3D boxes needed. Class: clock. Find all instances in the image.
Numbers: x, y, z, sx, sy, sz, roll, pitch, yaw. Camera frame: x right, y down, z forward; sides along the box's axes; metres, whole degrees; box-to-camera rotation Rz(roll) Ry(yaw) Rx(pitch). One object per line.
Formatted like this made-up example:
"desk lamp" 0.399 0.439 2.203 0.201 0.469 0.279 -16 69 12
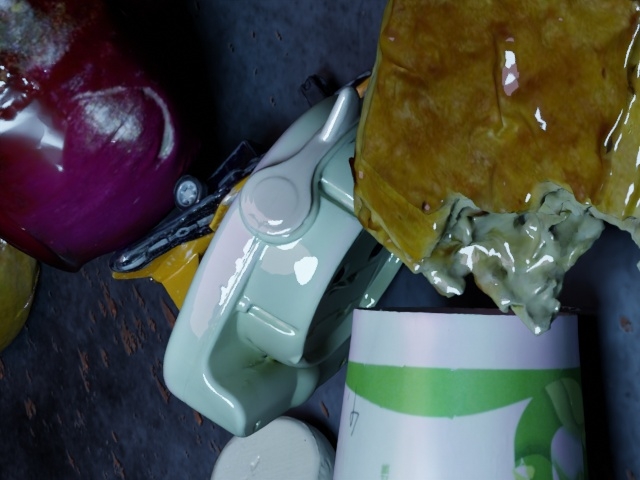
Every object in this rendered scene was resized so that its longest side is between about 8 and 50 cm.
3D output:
"clock" 0.000 0.000 1.612 0.108 0.265 0.324 33 118 16

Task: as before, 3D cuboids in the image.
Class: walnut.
"walnut" -0.406 0.063 2.178 0.137 0.137 0.245 53 122 29

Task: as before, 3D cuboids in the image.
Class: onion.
"onion" -0.242 -0.205 1.850 0.398 0.420 0.398 44 171 8

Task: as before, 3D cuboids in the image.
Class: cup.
"cup" 0.116 0.189 1.534 0.253 0.253 0.274 -1 87 49

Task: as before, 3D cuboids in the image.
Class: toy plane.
"toy plane" -0.051 -0.062 1.759 0.316 0.204 0.103 -53 55 17

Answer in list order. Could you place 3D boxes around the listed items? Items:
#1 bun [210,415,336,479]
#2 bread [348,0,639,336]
"bun" -0.034 0.246 1.816 0.138 0.094 0.138 -21 51 28
"bread" 0.182 -0.100 1.344 0.314 0.191 0.370 39 136 36
